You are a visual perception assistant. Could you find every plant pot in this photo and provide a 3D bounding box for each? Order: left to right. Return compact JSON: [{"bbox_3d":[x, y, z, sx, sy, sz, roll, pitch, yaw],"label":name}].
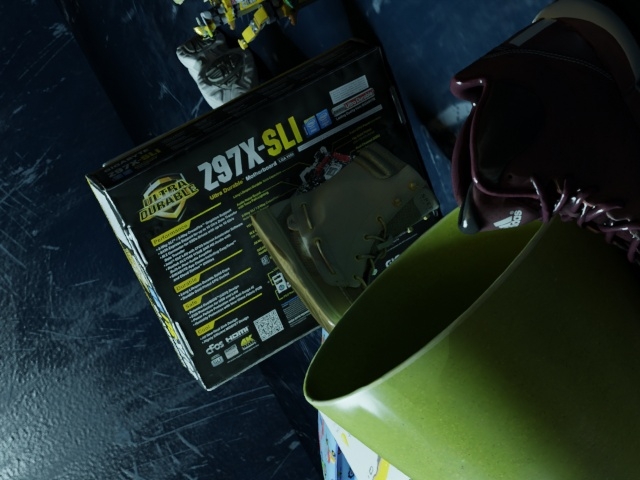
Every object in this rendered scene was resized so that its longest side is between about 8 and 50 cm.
[{"bbox_3d":[0.186,0.133,0.931,0.293,0.275,0.275,46,168,-9],"label":"plant pot"}]

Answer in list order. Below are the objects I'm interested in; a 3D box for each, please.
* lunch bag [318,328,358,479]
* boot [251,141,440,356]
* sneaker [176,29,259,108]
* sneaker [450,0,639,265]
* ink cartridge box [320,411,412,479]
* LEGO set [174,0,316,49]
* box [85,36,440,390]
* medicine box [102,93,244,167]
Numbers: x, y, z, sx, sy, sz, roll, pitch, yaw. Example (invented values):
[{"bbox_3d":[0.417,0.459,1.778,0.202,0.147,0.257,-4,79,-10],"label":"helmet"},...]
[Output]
[{"bbox_3d":[0.050,0.241,1.771,0.221,0.138,0.293,-101,0,-61],"label":"lunch bag"},{"bbox_3d":[0.050,0.009,1.100,0.213,0.165,0.077,52,171,33],"label":"boot"},{"bbox_3d":[-0.129,-0.223,1.656,0.115,0.090,0.232,62,177,-34],"label":"sneaker"},{"bbox_3d":[0.179,-0.013,0.765,0.281,0.163,0.106,59,164,8],"label":"sneaker"},{"bbox_3d":[0.137,0.187,1.157,0.232,0.168,0.171,58,133,29],"label":"ink cartridge box"},{"bbox_3d":[-0.145,-0.320,1.250,0.331,0.192,0.255,34,151,62],"label":"LEGO set"},{"bbox_3d":[-0.044,-0.028,1.208,0.079,0.322,0.257,34,151,61],"label":"box"},{"bbox_3d":[-0.093,-0.035,1.437,0.149,0.289,0.263,56,166,28],"label":"medicine box"}]
